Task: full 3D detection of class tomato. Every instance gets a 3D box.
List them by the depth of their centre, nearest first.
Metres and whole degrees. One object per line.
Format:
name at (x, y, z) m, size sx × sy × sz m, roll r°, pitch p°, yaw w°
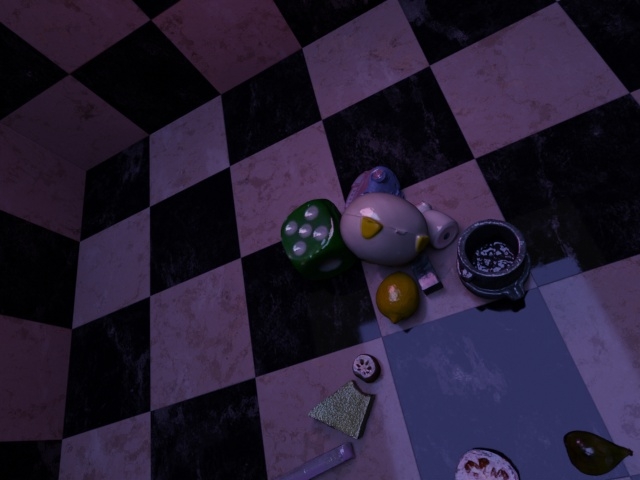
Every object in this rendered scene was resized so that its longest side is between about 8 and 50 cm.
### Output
tomato at (0.581, 0.848, 1.460) m, size 0.225 × 0.085 × 0.225 m, roll -12°, pitch 60°, yaw 22°

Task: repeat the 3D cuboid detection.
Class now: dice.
dice at (0.000, 0.000, 2.001) m, size 0.287 × 0.297 × 0.300 m, roll -32°, pitch 58°, yaw 15°

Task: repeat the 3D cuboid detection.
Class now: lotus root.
lotus root at (0.197, 0.544, 1.797) m, size 0.122 × 0.081 × 0.112 m, roll 26°, pitch 74°, yaw 33°

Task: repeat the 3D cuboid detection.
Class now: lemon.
lemon at (0.331, 0.239, 1.792) m, size 0.186 × 0.187 × 0.244 m, roll 0°, pitch 58°, yaw 27°

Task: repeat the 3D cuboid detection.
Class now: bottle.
bottle at (0.490, -0.083, 1.886) m, size 0.147 × 0.147 × 0.236 m, roll -44°, pitch 48°, yaw 3°

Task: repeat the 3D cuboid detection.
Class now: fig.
fig at (0.903, 0.679, 1.350) m, size 0.184 × 0.126 × 0.133 m, roll -22°, pitch 47°, yaw 21°

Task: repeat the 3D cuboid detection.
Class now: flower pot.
flower pot at (0.676, 0.096, 1.629) m, size 0.299 × 0.283 × 0.299 m, roll -9°, pitch 64°, yaw 19°

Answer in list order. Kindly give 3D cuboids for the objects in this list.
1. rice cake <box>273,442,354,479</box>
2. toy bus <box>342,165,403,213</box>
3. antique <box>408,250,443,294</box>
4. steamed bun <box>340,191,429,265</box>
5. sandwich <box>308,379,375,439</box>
rice cake at (-0.037, 0.953, 1.738) m, size 0.399 × 0.064 × 0.070 m, roll -33°, pitch 63°, yaw 11°
toy bus at (0.239, -0.213, 2.035) m, size 0.231 × 0.197 × 0.294 m, roll 10°, pitch 68°, yaw 48°
antique at (0.455, 0.135, 1.834) m, size 0.086 × 0.088 × 0.183 m, roll -28°, pitch 59°, yaw 12°
steamed bun at (0.268, -0.048, 1.773) m, size 0.373 × 0.334 × 0.334 m, roll 12°, pitch 68°, yaw -16°
sandwich at (0.096, 0.697, 1.790) m, size 0.245 × 0.063 × 0.212 m, roll 13°, pitch 72°, yaw 30°
